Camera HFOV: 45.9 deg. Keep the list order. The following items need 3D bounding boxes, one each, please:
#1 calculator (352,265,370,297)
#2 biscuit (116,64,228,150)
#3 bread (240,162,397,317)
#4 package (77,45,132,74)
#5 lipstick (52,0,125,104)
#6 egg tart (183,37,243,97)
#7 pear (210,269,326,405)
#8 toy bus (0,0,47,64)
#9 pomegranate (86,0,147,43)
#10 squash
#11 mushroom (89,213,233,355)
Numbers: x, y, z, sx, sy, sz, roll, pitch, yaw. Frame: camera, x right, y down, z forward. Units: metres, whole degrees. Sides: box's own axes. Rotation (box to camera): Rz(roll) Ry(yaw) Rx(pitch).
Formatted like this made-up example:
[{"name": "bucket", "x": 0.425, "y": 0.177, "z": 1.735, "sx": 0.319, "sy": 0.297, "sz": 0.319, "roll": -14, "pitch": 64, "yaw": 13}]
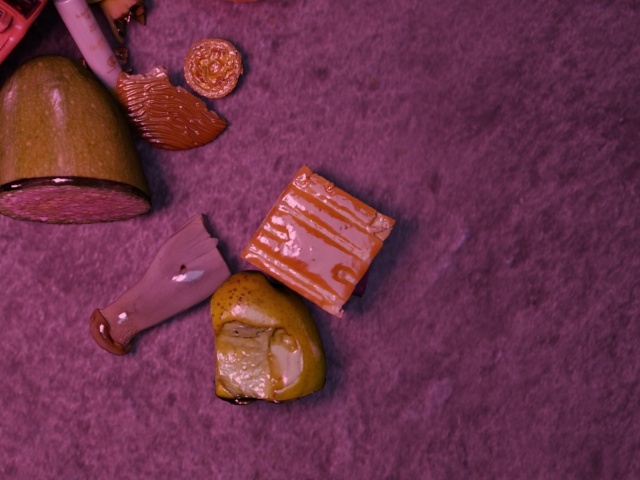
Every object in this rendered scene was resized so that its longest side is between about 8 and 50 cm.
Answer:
[{"name": "calculator", "x": 0.013, "y": 0.046, "z": 1.626, "sx": 0.191, "sy": 0.034, "sz": 0.126, "roll": 11, "pitch": 91, "yaw": -4}, {"name": "biscuit", "x": -0.301, "y": -0.269, "z": 1.552, "sx": 0.229, "sy": 0.031, "sz": 0.176, "roll": -1, "pitch": 117, "yaw": -17}, {"name": "bread", "x": 0.000, "y": 0.000, "z": 1.555, "sx": 0.246, "sy": 0.111, "sz": 0.239, "roll": 34, "pitch": 91, "yaw": 1}, {"name": "package", "x": -0.449, "y": -0.360, "z": 1.577, "sx": 0.111, "sy": 0.033, "sz": 0.077, "roll": -20, "pitch": 102, "yaw": 0}, {"name": "lipstick", "x": -0.438, "y": -0.372, "z": 1.482, "sx": 0.059, "sy": 0.264, "sz": 0.059, "roll": -9, "pitch": 49, "yaw": 10}, {"name": "egg tart", "x": -0.225, "y": -0.363, "z": 1.591, "sx": 0.129, "sy": 0.049, "sz": 0.128, "roll": 0, "pitch": 91, "yaw": 1}, {"name": "pear", "x": -0.103, "y": 0.189, "z": 1.535, "sx": 0.239, "sy": 0.164, "sz": 0.255, "roll": 0, "pitch": 100, "yaw": -4}, {"name": "toy bus", "x": -0.681, "y": -0.361, "z": 1.364, "sx": 0.427, "sy": 0.233, "sz": 0.203, "roll": -35, "pitch": 128, "yaw": 29}, {"name": "pomegranate", "x": -0.456, "y": -0.557, "z": 1.485, "sx": 0.261, "sy": 0.260, "sz": 0.340, "roll": -26, "pitch": 122, "yaw": -5}, {"name": "squash", "x": -0.486, "y": -0.209, "z": 1.475, "sx": 0.311, "sy": 0.310, "sz": 0.308, "roll": -2, "pitch": 77, "yaw": -5}, {"name": "mushroom", "x": -0.331, "y": 0.099, "z": 1.565, "sx": 0.329, "sy": 0.122, "sz": 0.159, "roll": -37, "pitch": 58, "yaw": -5}]
